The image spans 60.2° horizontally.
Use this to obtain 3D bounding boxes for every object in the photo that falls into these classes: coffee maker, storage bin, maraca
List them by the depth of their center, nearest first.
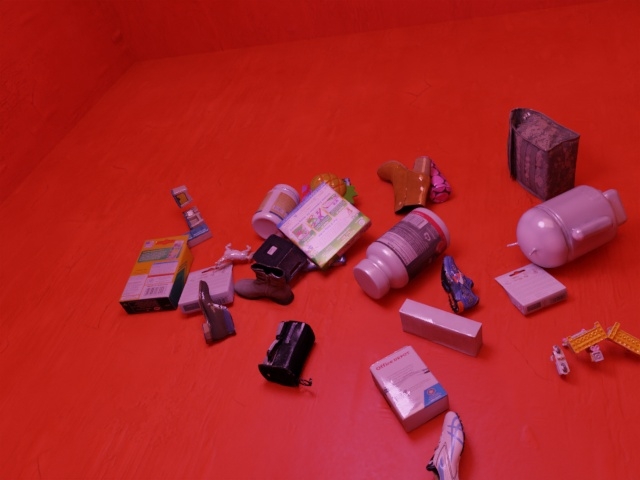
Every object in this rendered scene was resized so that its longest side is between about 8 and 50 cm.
[{"bbox_3d":[-0.080,0.349,1.692,0.171,0.120,0.178,21,52,6],"label":"coffee maker"},{"bbox_3d":[-0.148,0.062,1.979,0.122,0.084,0.180,-50,35,-12],"label":"storage bin"},{"bbox_3d":[0.052,-0.196,2.135,0.185,0.099,0.127,23,62,5],"label":"maraca"}]

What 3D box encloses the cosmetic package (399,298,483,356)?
[{"bbox_3d":[0.355,0.255,1.630,0.238,0.099,0.060,17,53,32],"label":"cosmetic package"}]

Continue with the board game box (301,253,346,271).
[{"bbox_3d":[0.000,0.000,2.019,0.160,0.039,0.212,-11,65,8],"label":"board game box"}]

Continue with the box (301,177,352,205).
[{"bbox_3d":[0.026,-0.123,2.179,0.200,0.057,0.293,-9,43,9],"label":"box"}]

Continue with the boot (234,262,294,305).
[{"bbox_3d":[-0.210,0.132,1.914,0.246,0.161,0.083,8,48,26],"label":"boot"}]

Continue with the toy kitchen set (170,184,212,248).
[{"bbox_3d":[-0.559,-0.100,2.281,0.122,0.166,0.207,-28,42,-11],"label":"toy kitchen set"}]

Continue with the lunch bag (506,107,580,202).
[{"bbox_3d":[0.767,-0.318,1.988,0.168,0.235,0.287,-24,42,-9],"label":"lunch bag"}]

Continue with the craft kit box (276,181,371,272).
[{"bbox_3d":[0.012,-0.053,1.989,0.250,0.061,0.246,-43,62,-9],"label":"craft kit box"}]

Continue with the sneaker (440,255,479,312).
[{"bbox_3d":[0.439,0.137,1.754,0.087,0.083,0.221,-5,47,-5],"label":"sneaker"}]

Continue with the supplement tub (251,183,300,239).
[{"bbox_3d":[-0.171,-0.112,2.171,0.144,0.144,0.200,5,47,24],"label":"supplement tub"}]

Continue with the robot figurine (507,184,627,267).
[{"bbox_3d":[0.766,-0.042,1.722,0.353,0.200,0.300,-25,4,-7],"label":"robot figurine"}]

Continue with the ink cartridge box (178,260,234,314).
[{"bbox_3d":[-0.410,0.173,2.043,0.188,0.066,0.232,-15,21,4],"label":"ink cartridge box"}]

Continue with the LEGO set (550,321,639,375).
[{"bbox_3d":[0.762,0.285,1.482,0.286,0.107,0.132,-6,78,7],"label":"LEGO set"}]

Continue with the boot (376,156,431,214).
[{"bbox_3d":[0.303,-0.199,2.128,0.295,0.104,0.211,-6,64,54],"label":"boot"}]

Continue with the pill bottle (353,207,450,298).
[{"bbox_3d":[0.264,0.047,1.825,0.318,0.176,0.176,-38,45,-20],"label":"pill bottle"}]

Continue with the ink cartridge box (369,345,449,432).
[{"bbox_3d":[0.243,0.405,1.522,0.139,0.082,0.191,-26,41,-9],"label":"ink cartridge box"}]

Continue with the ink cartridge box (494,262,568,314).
[{"bbox_3d":[0.644,0.146,1.701,0.145,0.045,0.179,-22,24,-3],"label":"ink cartridge box"}]

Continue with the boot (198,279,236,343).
[{"bbox_3d":[-0.355,0.235,1.887,0.106,0.082,0.219,-10,75,-6],"label":"boot"}]

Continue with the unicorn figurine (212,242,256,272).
[{"bbox_3d":[-0.330,0.056,2.098,0.161,0.060,0.111,-9,27,9],"label":"unicorn figurine"}]

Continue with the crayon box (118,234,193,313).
[{"bbox_3d":[-0.617,0.127,2.124,0.202,0.083,0.323,-7,44,13],"label":"crayon box"}]

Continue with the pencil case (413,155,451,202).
[{"bbox_3d":[0.428,-0.232,2.130,0.095,0.098,0.209,18,33,-27],"label":"pencil case"}]

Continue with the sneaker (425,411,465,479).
[{"bbox_3d":[0.308,0.529,1.363,0.086,0.085,0.237,10,48,8],"label":"sneaker"}]
